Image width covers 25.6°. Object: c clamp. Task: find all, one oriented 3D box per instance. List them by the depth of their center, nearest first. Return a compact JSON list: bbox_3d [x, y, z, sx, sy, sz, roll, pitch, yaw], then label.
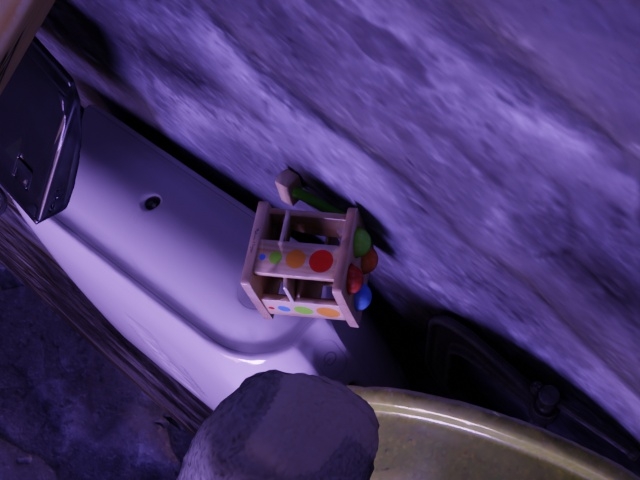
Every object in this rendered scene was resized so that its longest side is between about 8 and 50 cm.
[{"bbox_3d":[0.112,0.100,0.838,0.137,0.022,0.160,40,166,10],"label":"c clamp"}]

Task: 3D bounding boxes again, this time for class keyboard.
[{"bbox_3d":[-0.273,-0.132,0.976,0.317,0.033,0.201,47,136,20],"label":"keyboard"}]

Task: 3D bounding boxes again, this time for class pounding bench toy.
[{"bbox_3d":[0.000,0.000,0.799,0.065,0.083,0.052,4,155,16],"label":"pounding bench toy"}]

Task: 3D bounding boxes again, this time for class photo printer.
[{"bbox_3d":[-0.064,0.057,1.021,0.307,0.107,0.256,34,164,33],"label":"photo printer"}]

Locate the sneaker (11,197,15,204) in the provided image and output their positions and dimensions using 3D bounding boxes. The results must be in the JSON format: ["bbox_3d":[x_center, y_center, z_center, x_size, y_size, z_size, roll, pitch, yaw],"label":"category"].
[{"bbox_3d":[-0.264,-0.102,1.156,0.236,0.095,0.104,37,159,2],"label":"sneaker"}]

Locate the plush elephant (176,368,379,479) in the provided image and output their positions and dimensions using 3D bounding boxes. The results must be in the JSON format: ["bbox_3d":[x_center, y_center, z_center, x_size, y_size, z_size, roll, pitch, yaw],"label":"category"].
[{"bbox_3d":[0.136,0.143,0.488,0.330,0.255,0.272,45,159,24],"label":"plush elephant"}]

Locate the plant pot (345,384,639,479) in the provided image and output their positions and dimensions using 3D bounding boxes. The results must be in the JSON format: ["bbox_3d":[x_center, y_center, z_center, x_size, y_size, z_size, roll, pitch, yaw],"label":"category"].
[{"bbox_3d":[0.061,0.260,0.807,0.276,0.254,0.276,19,154,10],"label":"plant pot"}]

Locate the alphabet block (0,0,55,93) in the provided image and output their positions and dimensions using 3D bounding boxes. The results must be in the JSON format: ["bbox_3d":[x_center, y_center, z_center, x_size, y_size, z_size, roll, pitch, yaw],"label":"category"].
[{"bbox_3d":[-0.253,-0.124,0.733,0.192,0.197,0.193,30,169,-9],"label":"alphabet block"}]
